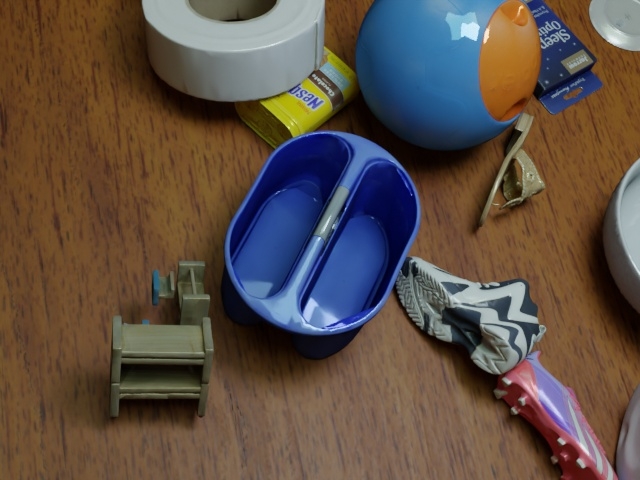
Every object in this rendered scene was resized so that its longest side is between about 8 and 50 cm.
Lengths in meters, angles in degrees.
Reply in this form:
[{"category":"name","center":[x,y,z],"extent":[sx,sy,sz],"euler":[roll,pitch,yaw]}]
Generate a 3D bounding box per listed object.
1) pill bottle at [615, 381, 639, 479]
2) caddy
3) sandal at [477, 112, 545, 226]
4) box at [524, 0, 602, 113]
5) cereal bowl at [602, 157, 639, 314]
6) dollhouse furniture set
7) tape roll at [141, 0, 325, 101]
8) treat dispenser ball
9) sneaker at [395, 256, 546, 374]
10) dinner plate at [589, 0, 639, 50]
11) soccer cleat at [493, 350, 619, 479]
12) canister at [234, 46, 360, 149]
[{"category":"pill bottle","center":[0.617,0.314,1.607],"extent":[0.361,0.204,0.204],"euler":[18,59,-4]},{"category":"caddy","center":[0.000,0.000,1.647],"extent":[0.241,0.179,0.341],"euler":[25,59,2]},{"category":"sandal","center":[0.324,-0.107,1.838],"extent":[0.079,0.088,0.240],"euler":[22,53,6]},{"category":"box","center":[0.384,-0.333,2.011],"extent":[0.136,0.036,0.225],"euler":[-30,73,-26]},{"category":"cereal bowl","center":[0.589,0.022,1.799],"extent":[0.339,0.141,0.339],"euler":[6,60,-11]},{"category":"dollhouse furniture set","center":[-0.220,0.133,1.569],"extent":[0.129,0.129,0.183],"euler":[2,37,-12]},{"category":"tape roll","center":[-0.133,-0.342,1.804],"extent":[0.286,0.100,0.286],"euler":[1,45,-1]},{"category":"treat dispenser ball","center":[0.196,-0.284,1.788],"extent":[0.288,0.288,0.288],"euler":[6,60,-10]},{"category":"sneaker","center":[0.233,0.091,1.711],"extent":[0.235,0.094,0.153],"euler":[33,34,32]},{"category":"dinner plate","center":[0.558,-0.406,2.105],"extent":[0.141,0.017,0.141],"euler":[5,61,-9]},{"category":"soccer cleat","center":[0.353,0.266,1.643],"extent":[0.095,0.083,0.248],"euler":[-31,69,-27]},{"category":"canister","center":[-0.034,-0.230,1.829],"extent":[0.126,0.073,0.170],"euler":[42,59,11]}]
